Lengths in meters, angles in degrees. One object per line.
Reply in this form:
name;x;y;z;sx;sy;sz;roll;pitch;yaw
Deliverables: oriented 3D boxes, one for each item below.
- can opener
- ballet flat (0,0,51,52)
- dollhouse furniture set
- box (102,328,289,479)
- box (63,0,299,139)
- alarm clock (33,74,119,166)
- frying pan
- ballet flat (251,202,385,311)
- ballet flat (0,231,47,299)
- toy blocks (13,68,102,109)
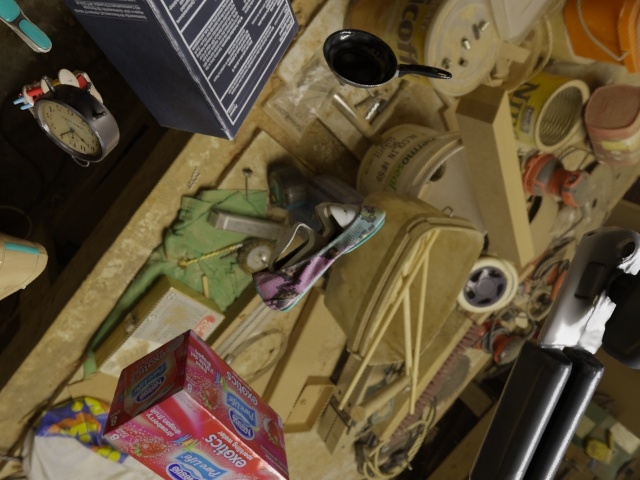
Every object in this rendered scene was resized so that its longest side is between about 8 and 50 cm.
can opener;0.208;0.120;0.373;0.074;0.093;0.280;11;109;-18
ballet flat;-0.696;-0.498;1.005;0.168;0.052;0.057;55;49;-44
dollhouse furniture set;-0.676;-0.389;1.208;0.129;0.129;0.184;84;30;-59
box;-0.167;0.273;0.650;0.128;0.123;0.257;-30;119;6
box;-0.204;-0.379;0.722;0.296;0.182;0.294;-65;156;-21
alarm clock;-0.420;-0.192;0.773;0.129;0.064;0.192;32;141;-9
frying pan;0.159;-0.470;1.148;0.326;0.197;0.053;-10;157;-19
ballet flat;0.000;0.000;0.596;0.221;0.077;0.079;-40;111;-21
ballet flat;-0.356;0.055;0.452;0.232;0.080;0.073;-23;164;32
toy blocks;-0.602;-0.319;1.013;0.148;0.054;0.123;-15;161;15
